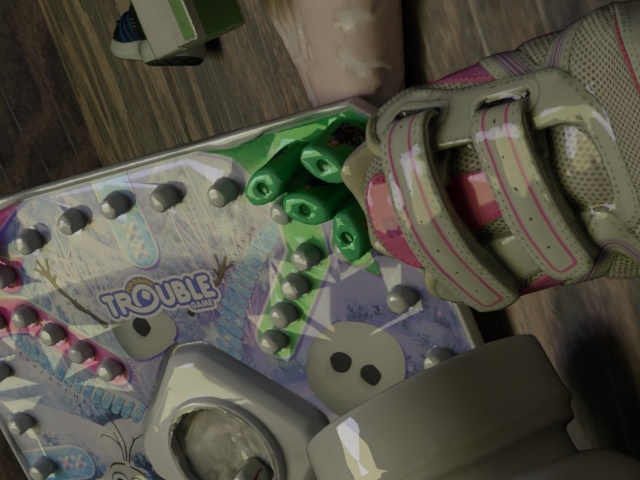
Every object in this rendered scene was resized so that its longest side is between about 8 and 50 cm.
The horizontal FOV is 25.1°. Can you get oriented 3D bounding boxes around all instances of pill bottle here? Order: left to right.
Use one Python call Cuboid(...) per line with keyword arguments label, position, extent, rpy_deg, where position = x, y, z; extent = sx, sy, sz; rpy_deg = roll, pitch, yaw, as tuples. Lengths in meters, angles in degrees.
Cuboid(label="pill bottle", position=(0.111, 0.202, 0.652), extent=(0.302, 0.169, 0.169), rpy_deg=(63, 168, 15))

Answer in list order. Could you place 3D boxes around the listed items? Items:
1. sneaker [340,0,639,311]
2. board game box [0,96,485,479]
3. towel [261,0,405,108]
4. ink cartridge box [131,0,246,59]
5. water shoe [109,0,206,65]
Cuboid(label="sneaker", position=(0.078, -0.021, 0.520), extent=(0.103, 0.111, 0.252), rpy_deg=(67, 168, -1))
Cuboid(label="board game box", position=(-0.061, 0.135, 0.902), extent=(0.390, 0.050, 0.390), rpy_deg=(-12, 111, 35))
Cuboid(label="towel", position=(-0.043, -0.253, 0.770), extent=(0.317, 0.053, 0.332), rpy_deg=(58, 166, 36))
Cuboid(label="ink cartridge box", position=(-0.099, -0.201, 0.869), extent=(0.171, 0.056, 0.235), rpy_deg=(68, 169, -9))
Cuboid(label="water shoe", position=(-0.143, -0.202, 1.310), extent=(0.203, 0.073, 0.080), rpy_deg=(-155, 65, -67))
